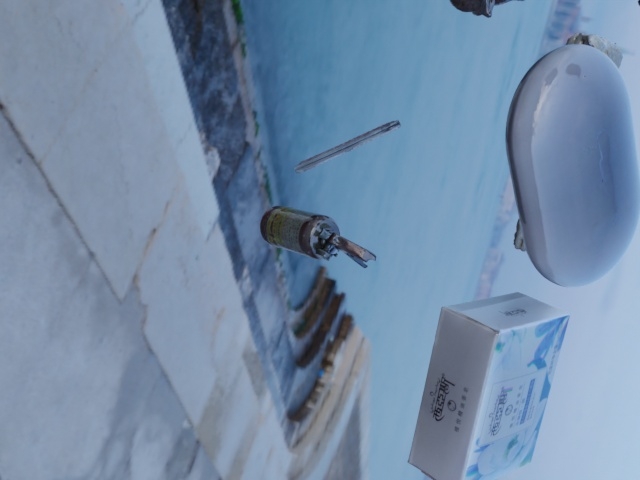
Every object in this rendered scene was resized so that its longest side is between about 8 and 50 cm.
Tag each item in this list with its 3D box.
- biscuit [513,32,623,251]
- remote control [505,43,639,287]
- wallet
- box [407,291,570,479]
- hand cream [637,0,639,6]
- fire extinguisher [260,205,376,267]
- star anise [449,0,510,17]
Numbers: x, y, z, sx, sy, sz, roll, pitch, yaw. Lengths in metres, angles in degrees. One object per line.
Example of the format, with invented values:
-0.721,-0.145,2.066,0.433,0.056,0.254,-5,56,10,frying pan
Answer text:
0.477,-0.179,1.559,0.144,0.078,0.426,0,106,-50,biscuit
0.342,-0.094,1.076,0.221,0.103,0.332,-29,117,-29,remote control
0.050,-0.166,1.415,0.103,0.196,0.020,-64,130,-79,wallet
0.265,0.233,1.271,0.203,0.116,0.274,-4,111,-43,box
0.477,-0.323,0.898,0.075,0.247,0.052,42,32,-43,hand cream
-0.001,-0.008,1.339,0.252,0.106,0.075,14,-86,59,fire extinguisher
0.221,-0.414,1.227,0.197,0.212,0.073,-52,154,-35,star anise
